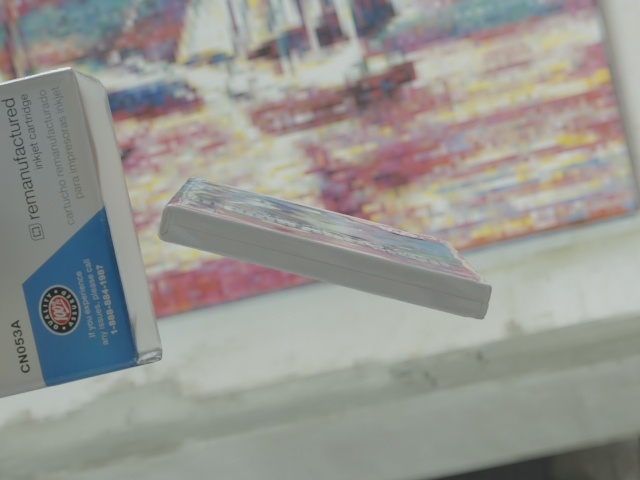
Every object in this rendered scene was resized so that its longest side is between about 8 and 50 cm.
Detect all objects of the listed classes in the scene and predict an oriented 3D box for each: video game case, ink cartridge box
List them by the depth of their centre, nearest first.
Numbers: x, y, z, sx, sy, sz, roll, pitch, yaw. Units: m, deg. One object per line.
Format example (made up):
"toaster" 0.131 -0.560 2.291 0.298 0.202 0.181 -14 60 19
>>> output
"video game case" 0.000 0.000 1.212 0.285 0.204 0.025 -105 29 -85
"ink cartridge box" -0.295 0.016 1.337 0.129 0.307 0.223 -2 -101 -86
